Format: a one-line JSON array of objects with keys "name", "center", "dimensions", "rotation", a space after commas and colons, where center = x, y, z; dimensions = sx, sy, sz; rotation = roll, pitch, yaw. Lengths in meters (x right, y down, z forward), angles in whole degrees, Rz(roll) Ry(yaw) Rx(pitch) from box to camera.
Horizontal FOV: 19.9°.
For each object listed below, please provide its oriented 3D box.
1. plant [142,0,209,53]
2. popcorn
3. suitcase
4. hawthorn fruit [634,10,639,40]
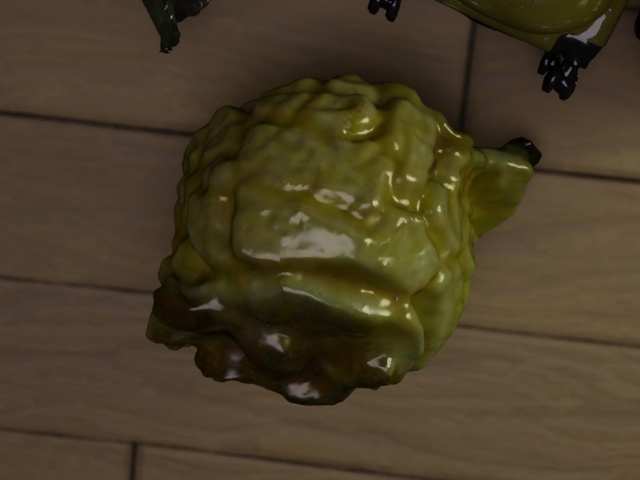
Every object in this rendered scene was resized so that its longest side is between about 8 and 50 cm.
[{"name": "plant", "center": [-0.155, -0.246, 1.406], "dimensions": [0.131, 0.142, 0.203], "rotation": [-43, 91, 5]}, {"name": "popcorn", "center": [-0.002, 0.007, 1.416], "dimensions": [0.293, 0.237, 0.293], "rotation": [6, 151, 3]}, {"name": "suitcase", "center": [0.160, -0.247, 1.375], "dimensions": [0.194, 0.143, 0.235], "rotation": [24, 107, -4]}, {"name": "hawthorn fruit", "center": [0.326, -0.160, 1.381], "dimensions": [0.202, 0.185, 0.185], "rotation": [-27, 106, 43]}]
